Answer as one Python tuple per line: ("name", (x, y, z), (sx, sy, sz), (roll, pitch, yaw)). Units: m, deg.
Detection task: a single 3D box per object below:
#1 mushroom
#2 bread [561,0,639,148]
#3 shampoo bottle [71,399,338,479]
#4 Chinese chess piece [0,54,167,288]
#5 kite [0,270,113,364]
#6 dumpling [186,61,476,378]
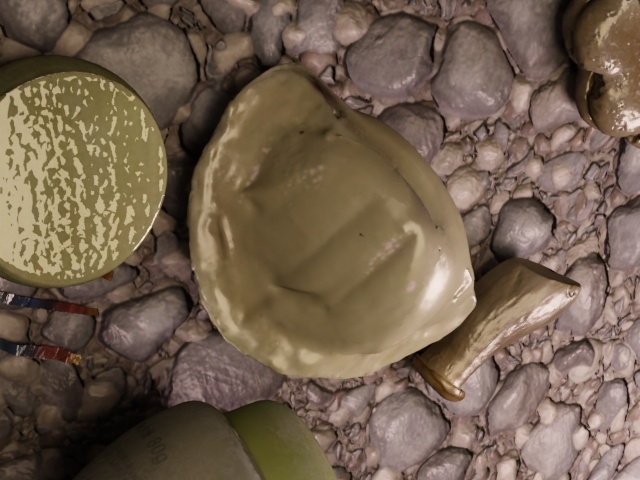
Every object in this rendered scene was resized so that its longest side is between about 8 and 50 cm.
("mushroom", (0.228, 0.105, 2.082), (0.247, 0.096, 0.108), (-40, 124, -8))
("bread", (0.444, -0.215, 2.094), (0.337, 0.102, 0.183), (17, 98, -35))
("shampoo bottle", (-0.135, 0.350, 1.804), (0.317, 0.322, 0.323), (-19, 117, -18))
("Chinese chess piece", (-0.287, -0.073, 1.675), (0.250, 0.101, 0.250), (-9, 108, -30))
("kite", (-0.404, 0.053, 1.710), (0.360, 0.022, 0.204), (18, 94, -35))
("dumpling", (0.000, 0.000, 1.825), (0.315, 0.233, 0.395), (-37, 109, -12))
